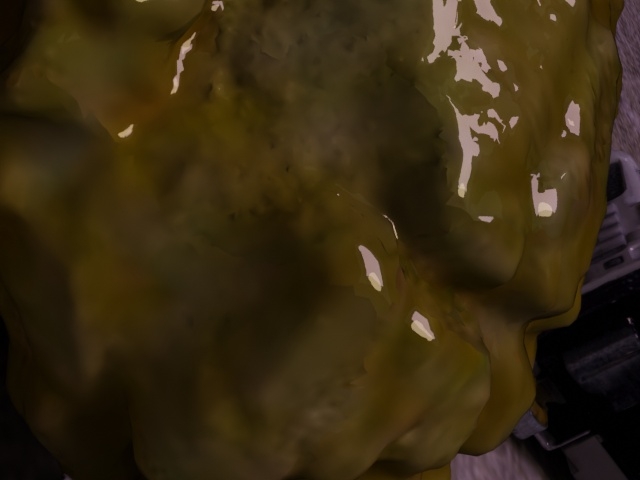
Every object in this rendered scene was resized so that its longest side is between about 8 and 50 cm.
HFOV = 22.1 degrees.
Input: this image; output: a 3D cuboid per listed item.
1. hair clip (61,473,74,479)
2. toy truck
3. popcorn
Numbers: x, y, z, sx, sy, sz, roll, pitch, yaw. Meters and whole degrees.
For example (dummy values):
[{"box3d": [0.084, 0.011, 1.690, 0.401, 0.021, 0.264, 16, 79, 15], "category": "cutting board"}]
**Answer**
[{"box3d": [-0.086, 0.156, 0.390, 0.140, 0.054, 0.220, 54, 26, -37], "category": "hair clip"}, {"box3d": [0.216, 0.104, 1.015, 0.367, 0.146, 0.175, 51, 18, -38], "category": "toy truck"}, {"box3d": [-0.021, -0.045, 0.527, 0.258, 0.224, 0.270, -34, 105, -61], "category": "popcorn"}]
